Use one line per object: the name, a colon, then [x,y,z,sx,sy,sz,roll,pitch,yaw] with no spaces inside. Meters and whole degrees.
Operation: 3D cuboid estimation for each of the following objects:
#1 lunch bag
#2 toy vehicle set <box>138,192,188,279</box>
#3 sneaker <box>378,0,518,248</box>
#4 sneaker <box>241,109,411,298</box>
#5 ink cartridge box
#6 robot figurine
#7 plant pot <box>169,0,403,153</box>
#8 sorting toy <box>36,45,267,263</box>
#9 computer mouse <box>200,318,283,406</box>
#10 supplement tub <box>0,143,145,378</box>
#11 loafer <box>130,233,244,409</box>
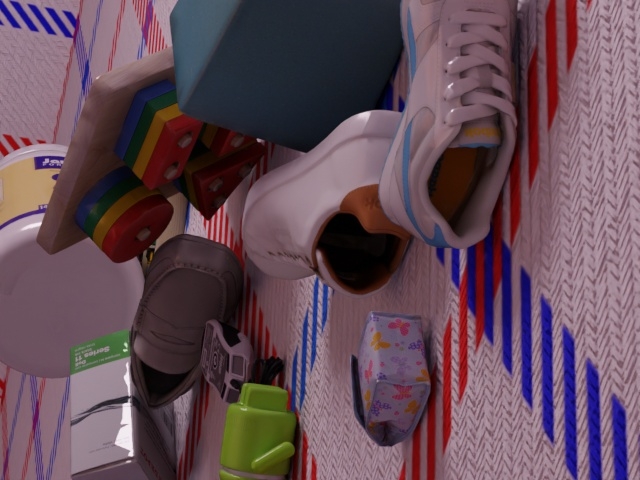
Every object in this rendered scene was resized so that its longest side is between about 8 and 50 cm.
lunch bag: [0.049,0.106,1.178,0.083,0.053,0.071,103,167,-47]
toy vehicle set: [-0.238,-0.019,2.241,0.267,0.035,0.166,-178,96,-74]
sneaker: [0.101,-0.106,1.076,0.092,0.087,0.229,-141,54,-63]
sneaker: [0.000,0.000,1.300,0.290,0.105,0.123,136,142,-62]
ink cartridge box: [-0.240,0.240,1.912,0.208,0.086,0.153,-100,-10,-47]
robot figurine: [-0.059,0.194,1.471,0.101,0.067,0.115,-178,96,-75]
plant pot: [-0.008,-0.222,1.364,0.234,0.165,0.166,-60,26,33]
sorting toy: [-0.151,-0.094,1.669,0.089,0.257,0.255,45,136,16]
computer mouse: [-0.082,0.136,1.630,0.193,0.042,0.106,-131,47,-62]
supplement tub: [-0.378,0.017,2.205,0.331,0.241,0.241,-115,37,-62]
loafer: [-0.156,0.097,1.768,0.319,0.112,0.111,109,175,-60]
